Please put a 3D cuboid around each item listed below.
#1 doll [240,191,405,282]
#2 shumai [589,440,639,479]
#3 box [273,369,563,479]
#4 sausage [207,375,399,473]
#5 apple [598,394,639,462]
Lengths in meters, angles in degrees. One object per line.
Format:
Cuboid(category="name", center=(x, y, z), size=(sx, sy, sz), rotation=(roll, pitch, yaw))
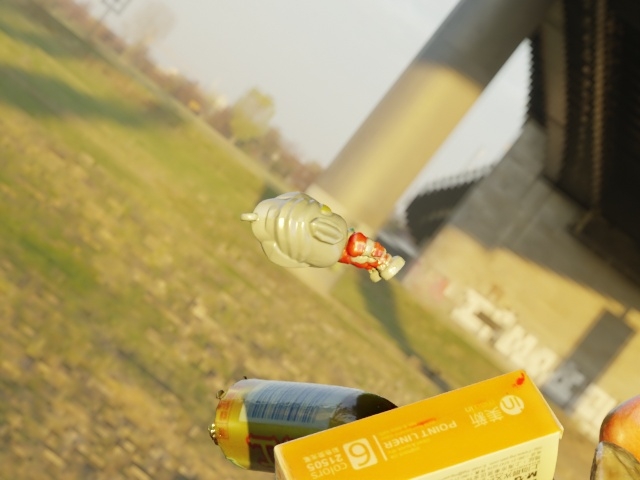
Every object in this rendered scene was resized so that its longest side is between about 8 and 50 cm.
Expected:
Cuboid(category="doll", center=(0.000, 0.000, 1.597), size=(0.180, 0.079, 0.094), rotation=(21, -14, -22))
Cuboid(category="shumai", center=(0.323, 0.284, 1.455), size=(0.161, 0.153, 0.209), rotation=(12, 70, -79))
Cuboid(category="box", center=(0.093, 0.257, 1.554), size=(0.220, 0.274, 0.091), rotation=(94, -23, -46))
Cuboid(category="sausage", center=(0.014, 0.237, 1.918), size=(0.317, 0.117, 0.125), rotation=(1, -24, 45))
Cuboid(category="apple", center=(0.468, 0.286, 2.209), size=(0.163, 0.163, 0.139), rotation=(38, 31, -69))
